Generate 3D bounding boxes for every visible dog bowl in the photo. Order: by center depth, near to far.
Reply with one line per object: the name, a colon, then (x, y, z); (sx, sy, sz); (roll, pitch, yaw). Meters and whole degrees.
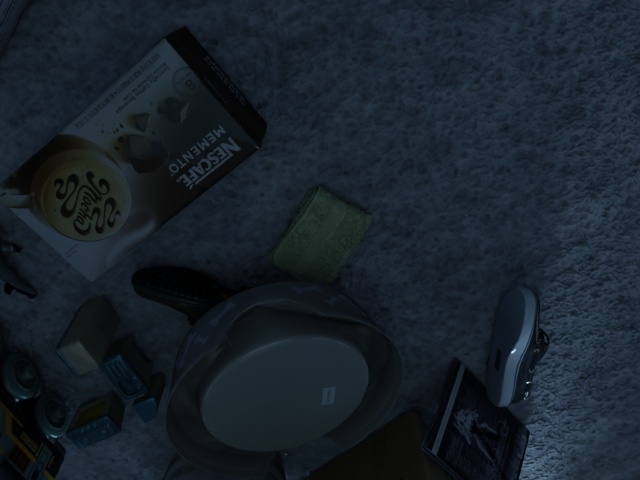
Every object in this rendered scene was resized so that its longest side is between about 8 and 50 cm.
dog bowl: (-0.056, 0.206, 0.909); (0.349, 0.102, 0.348); (-10, 129, -12)

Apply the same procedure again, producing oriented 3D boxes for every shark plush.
shark plush: (-0.465, 0.025, 0.877); (0.067, 0.073, 0.161); (-39, 110, -17)

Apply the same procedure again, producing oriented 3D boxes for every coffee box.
coffee box: (-0.235, -0.108, 0.784); (0.297, 0.119, 0.168); (-35, 111, 14)

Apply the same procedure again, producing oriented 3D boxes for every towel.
towel: (0.000, 0.000, 0.898); (0.110, 0.027, 0.148); (28, 112, -16)

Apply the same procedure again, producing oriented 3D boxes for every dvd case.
dvd case: (0.262, 0.328, 1.007); (0.221, 0.164, 0.018); (45, 143, -21)

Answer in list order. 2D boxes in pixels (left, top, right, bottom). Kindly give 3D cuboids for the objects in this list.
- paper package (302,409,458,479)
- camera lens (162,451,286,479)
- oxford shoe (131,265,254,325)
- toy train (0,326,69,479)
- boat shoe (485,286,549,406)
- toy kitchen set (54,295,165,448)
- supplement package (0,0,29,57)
paper package: (0.110, 0.497, 0.979); (0.310, 0.324, 0.168); (-37, 111, 15)
camera lens: (-0.161, 0.468, 0.981); (0.220, 0.274, 0.219); (-1, 116, -2)
oxford shoe: (-0.176, 0.106, 0.912); (0.227, 0.082, 0.096); (21, 115, -12)
toy train: (-0.509, 0.256, 0.909); (0.142, 0.190, 0.333); (-23, 115, 8)
boat shoe: (0.323, 0.172, 0.970); (0.076, 0.080, 0.228); (-3, 117, -10)
toy kitchen set: (-0.361, 0.224, 0.938); (0.166, 0.122, 0.207); (-24, 114, 9)
supplement package: (-0.474, -0.310, 0.661); (0.262, 0.145, 0.204); (33, 111, -17)
